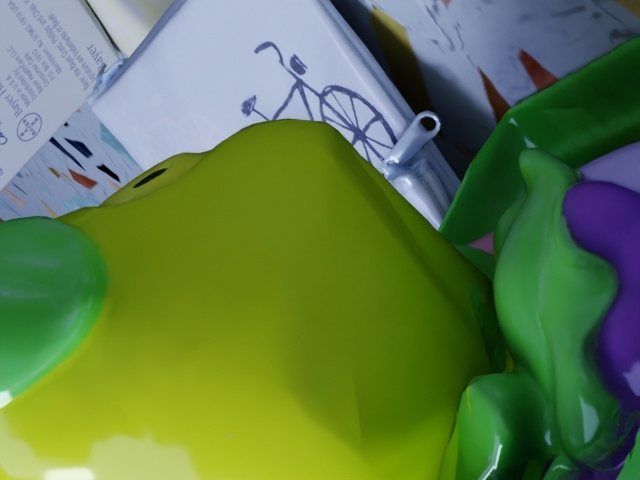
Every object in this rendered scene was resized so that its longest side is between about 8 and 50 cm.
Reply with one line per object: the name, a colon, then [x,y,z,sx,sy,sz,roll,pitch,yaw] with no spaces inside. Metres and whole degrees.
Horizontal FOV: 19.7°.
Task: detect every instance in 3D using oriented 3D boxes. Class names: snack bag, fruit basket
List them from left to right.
snack bag: [0.000,0.000,1.056,0.342,0.037,0.323,54,155,-1]
fruit basket: [0.050,0.029,0.711,0.392,0.283,0.392,26,168,6]

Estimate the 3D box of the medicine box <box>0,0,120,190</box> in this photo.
medicine box: [-0.345,-0.121,1.330,0.263,0.289,0.149,31,163,36]
